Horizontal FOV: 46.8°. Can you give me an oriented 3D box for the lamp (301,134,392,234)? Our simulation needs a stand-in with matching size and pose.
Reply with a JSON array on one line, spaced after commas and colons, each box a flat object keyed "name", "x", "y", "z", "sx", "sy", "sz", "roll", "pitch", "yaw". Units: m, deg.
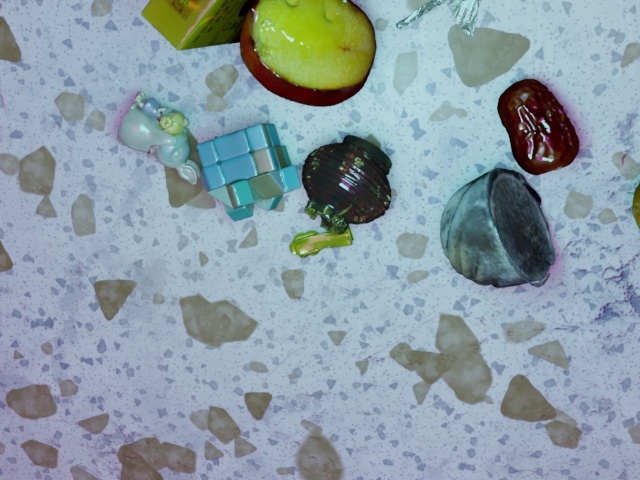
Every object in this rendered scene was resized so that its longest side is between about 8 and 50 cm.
[{"name": "lamp", "x": 0.061, "y": -0.133, "z": 1.825, "sx": 0.246, "sy": 0.247, "sz": 0.247, "roll": 3, "pitch": 110, "yaw": 8}]

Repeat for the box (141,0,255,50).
[{"name": "box", "x": -0.191, "y": -0.557, "z": 1.617, "sx": 0.116, "sy": 0.415, "sz": 0.264, "roll": 43, "pitch": 111, "yaw": -1}]

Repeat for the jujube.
[{"name": "jujube", "x": 0.510, "y": -0.266, "z": 1.750, "sx": 0.155, "sy": 0.155, "sz": 0.230, "roll": -28, "pitch": 101, "yaw": 17}]

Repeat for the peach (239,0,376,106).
[{"name": "peach", "x": -0.033, "y": -0.446, "z": 1.670, "sx": 0.281, "sy": 0.338, "sz": 0.281, "roll": -4, "pitch": 82, "yaw": 28}]

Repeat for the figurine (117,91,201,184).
[{"name": "figurine", "x": -0.393, "y": -0.261, "z": 1.913, "sx": 0.235, "sy": 0.127, "sz": 0.155, "roll": 30, "pitch": 101, "yaw": -8}]

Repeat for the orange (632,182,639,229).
[{"name": "orange", "x": 0.864, "y": -0.064, "z": 1.730, "sx": 0.183, "sy": 0.249, "sz": 0.249, "roll": -28, "pitch": 103, "yaw": 1}]

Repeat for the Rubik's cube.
[{"name": "Rubik's cube", "x": -0.188, "y": -0.165, "z": 1.852, "sx": 0.265, "sy": 0.224, "sz": 0.213, "roll": -15, "pitch": 96, "yaw": 14}]

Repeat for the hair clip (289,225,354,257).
[{"name": "hair clip", "x": 0.000, "y": 0.000, "z": 1.976, "sx": 0.173, "sy": 0.046, "sz": 0.072, "roll": -15, "pitch": 103, "yaw": 12}]

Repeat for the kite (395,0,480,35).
[{"name": "kite", "x": 0.288, "y": -0.573, "z": 1.751, "sx": 0.250, "sy": 0.012, "sz": 0.229, "roll": -33, "pitch": 100, "yaw": 19}]

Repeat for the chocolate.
[{"name": "chocolate", "x": 0.407, "y": -0.009, "z": 1.808, "sx": 0.213, "sy": 0.303, "sz": 0.303, "roll": -21, "pitch": 106, "yaw": 38}]
